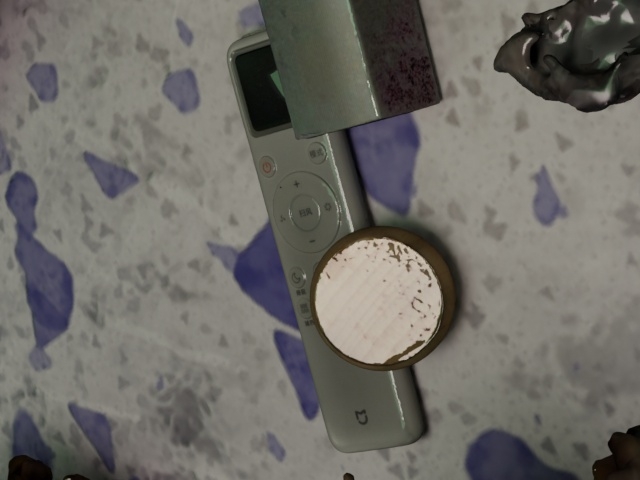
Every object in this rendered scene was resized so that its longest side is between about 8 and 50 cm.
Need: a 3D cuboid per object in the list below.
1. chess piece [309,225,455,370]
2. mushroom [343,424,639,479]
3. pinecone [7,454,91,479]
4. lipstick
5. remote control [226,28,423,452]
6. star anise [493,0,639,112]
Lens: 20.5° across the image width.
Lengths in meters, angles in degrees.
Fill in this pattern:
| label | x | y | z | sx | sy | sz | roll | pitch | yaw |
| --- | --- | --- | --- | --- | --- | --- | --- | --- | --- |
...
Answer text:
| label | x | y | z | sx | sy | sz | roll | pitch | yaw |
| --- | --- | --- | --- | --- | --- | --- | --- | --- | --- |
| chess piece | 0.035 | 0.033 | 1.013 | 0.084 | 0.038 | 0.083 | 1 | 97 | 12 |
| mushroom | 0.083 | 0.314 | 0.904 | 0.224 | 0.314 | 0.397 | 51 | 135 | 41 |
| pinecone | -0.228 | 0.271 | 1.168 | 0.246 | 0.246 | 0.292 | 42 | 115 | 22 |
| lipstick | -0.013 | -0.219 | 0.986 | 0.068 | 0.066 | 0.317 | -12 | 94 | 38 |
| remote control | 0.000 | 0.000 | 1.054 | 0.067 | 0.029 | 0.261 | -13 | 93 | 37 |
| star anise | 0.196 | -0.134 | 0.810 | 0.258 | 0.110 | 0.198 | -2 | 115 | 22 |
